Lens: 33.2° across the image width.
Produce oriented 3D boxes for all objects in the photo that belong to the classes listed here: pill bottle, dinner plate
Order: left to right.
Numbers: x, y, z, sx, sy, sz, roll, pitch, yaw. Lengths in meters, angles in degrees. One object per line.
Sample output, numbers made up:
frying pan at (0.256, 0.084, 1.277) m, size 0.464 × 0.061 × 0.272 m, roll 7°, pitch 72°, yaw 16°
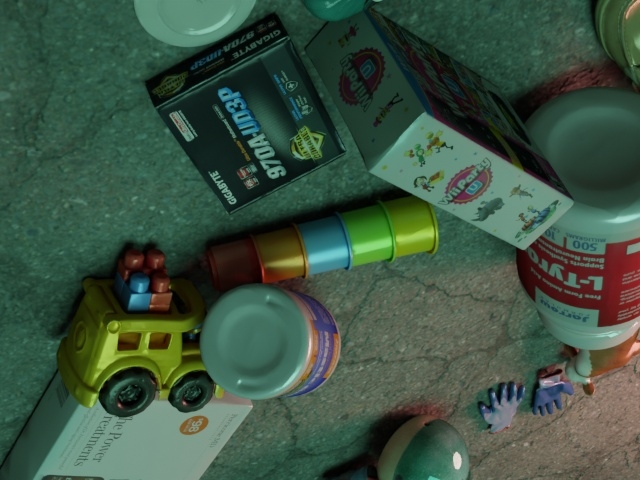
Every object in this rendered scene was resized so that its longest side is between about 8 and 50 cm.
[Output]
dinner plate at (-0.133, -0.266, 1.169) m, size 0.141 × 0.017 × 0.141 m, roll -15°, pitch 139°, yaw -14°
pill bottle at (-0.056, 0.143, 1.493) m, size 0.152 × 0.152 × 0.272 m, roll -32°, pitch 167°, yaw 8°
pill bottle at (0.396, -0.011, 1.546) m, size 0.229 × 0.229 × 0.407 m, roll -23°, pitch 145°, yaw -3°

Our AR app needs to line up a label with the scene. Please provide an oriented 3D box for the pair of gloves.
pair of gloves at (0.398, 0.307, 2.068) m, size 0.198 × 0.023 × 0.159 m, roll -19°, pitch 142°, yaw -7°

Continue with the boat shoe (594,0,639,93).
boat shoe at (0.472, -0.237, 1.442) m, size 0.122 × 0.110 × 0.341 m, roll -36°, pitch 139°, yaw 13°

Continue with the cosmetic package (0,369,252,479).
cosmetic package at (-0.320, 0.334, 1.667) m, size 0.284 × 0.097 × 0.377 m, roll 8°, pitch 130°, yaw -37°

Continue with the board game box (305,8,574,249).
board game box at (0.147, -0.137, 1.294) m, size 0.303 × 0.224 × 0.097 m, roll 21°, pitch 123°, yaw -42°

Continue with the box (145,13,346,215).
box at (-0.084, -0.146, 1.297) m, size 0.175 × 0.051 × 0.220 m, roll -27°, pitch 141°, yaw 2°

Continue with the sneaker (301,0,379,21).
sneaker at (0.108, -0.328, 1.144) m, size 0.302 × 0.121 × 0.108 m, roll -38°, pitch 138°, yaw 15°

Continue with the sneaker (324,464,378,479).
sneaker at (0.067, 0.521, 2.091) m, size 0.125 × 0.104 × 0.262 m, roll -10°, pitch 136°, yaw 6°

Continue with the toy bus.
toy bus at (-0.224, 0.113, 1.456) m, size 0.220 × 0.149 × 0.211 m, roll 4°, pitch 116°, yaw -33°

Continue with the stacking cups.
stacking cups at (0.000, 0.000, 1.483) m, size 0.316 × 0.096 × 0.096 m, roll -10°, pitch 138°, yaw -12°

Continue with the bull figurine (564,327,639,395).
bull figurine at (0.530, 0.152, 1.909) m, size 0.188 × 0.101 × 0.310 m, roll -23°, pitch 143°, yaw -9°

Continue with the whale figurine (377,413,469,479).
whale figurine at (0.190, 0.456, 1.969) m, size 0.216 × 0.141 × 0.272 m, roll -22°, pitch 127°, yaw -49°
